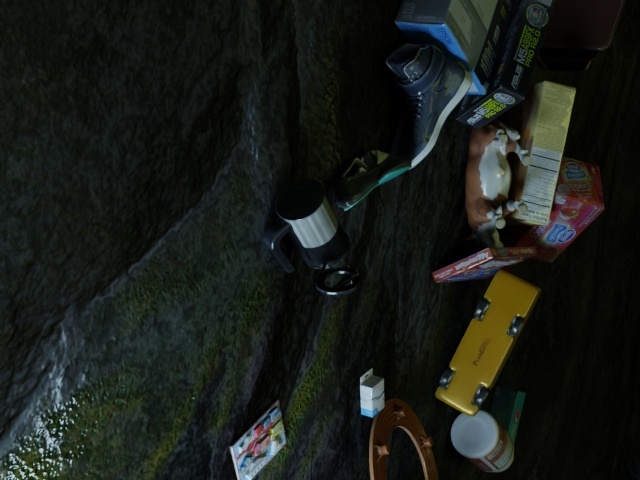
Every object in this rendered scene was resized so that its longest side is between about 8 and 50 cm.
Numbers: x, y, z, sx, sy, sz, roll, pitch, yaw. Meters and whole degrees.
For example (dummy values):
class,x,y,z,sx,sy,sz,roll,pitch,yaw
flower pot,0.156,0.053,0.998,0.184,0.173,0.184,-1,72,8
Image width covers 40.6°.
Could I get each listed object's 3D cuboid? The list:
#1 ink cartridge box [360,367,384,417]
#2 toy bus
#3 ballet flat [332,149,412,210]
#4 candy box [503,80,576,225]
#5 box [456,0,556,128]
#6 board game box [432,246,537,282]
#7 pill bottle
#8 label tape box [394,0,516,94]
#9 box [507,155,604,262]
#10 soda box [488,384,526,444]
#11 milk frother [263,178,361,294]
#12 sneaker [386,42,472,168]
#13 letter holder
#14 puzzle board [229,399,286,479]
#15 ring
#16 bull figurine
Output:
class,x,y,z,sx,sy,sz,roll,pitch,yaw
ink cartridge box,0.103,0.301,1.712,0.048,0.028,0.083,-29,122,-50
toy bus,0.388,0.236,2.002,0.333,0.108,0.130,-64,163,2
ballet flat,0.089,-0.122,1.533,0.203,0.074,0.074,-34,127,-41
candy box,0.483,-0.195,2.000,0.183,0.087,0.317,-176,-82,-80
box,0.386,-0.387,1.787,0.216,0.060,0.270,151,-39,-74
board game box,0.378,0.054,1.958,0.281,0.145,0.027,0,66,-56
pill bottle,0.412,0.508,2.159,0.216,0.121,0.121,47,60,-52
label tape box,0.286,-0.497,1.676,0.249,0.115,0.348,39,68,-54
box,0.555,-0.071,2.063,0.257,0.122,0.128,117,-17,-54
soda box,0.486,0.500,2.316,0.071,0.067,0.210,25,79,-57
milk frother,0.000,0.000,1.361,0.129,0.143,0.135,-55,143,-21
sneaker,0.163,-0.255,1.595,0.163,0.086,0.226,29,92,-38
letter holder,0.659,-0.581,2.119,0.152,0.214,0.302,27,77,-56
puzzle board,-0.099,0.339,1.434,0.128,0.011,0.096,-40,130,-44
ring,0.186,0.489,1.766,0.336,0.032,0.337,41,40,-49
bull figurine,0.379,-0.114,1.901,0.101,0.188,0.311,-7,99,-17
